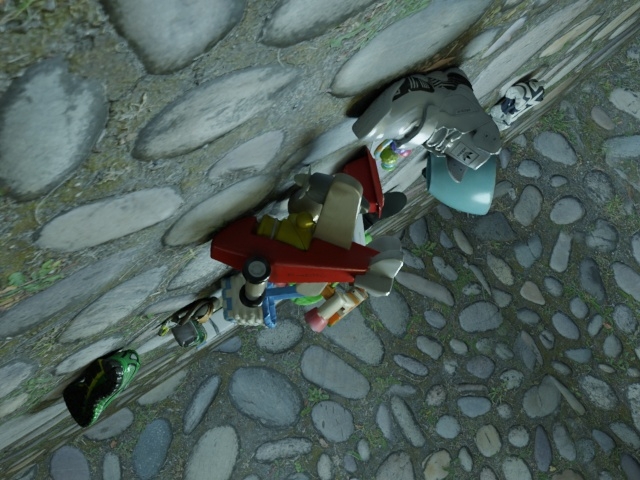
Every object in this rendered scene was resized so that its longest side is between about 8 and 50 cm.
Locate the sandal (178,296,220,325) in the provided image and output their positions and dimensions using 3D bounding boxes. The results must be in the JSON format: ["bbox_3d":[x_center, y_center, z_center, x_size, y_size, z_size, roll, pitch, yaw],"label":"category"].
[{"bbox_3d":[-0.373,0.234,1.861,0.090,0.060,0.219,-49,169,11],"label":"sandal"}]

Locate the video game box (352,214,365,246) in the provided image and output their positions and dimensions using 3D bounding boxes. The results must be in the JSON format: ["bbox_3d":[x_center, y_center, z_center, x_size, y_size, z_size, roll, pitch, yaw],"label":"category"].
[{"bbox_3d":[0.109,0.018,2.136,0.048,0.205,0.187,1,159,-17],"label":"video game box"}]

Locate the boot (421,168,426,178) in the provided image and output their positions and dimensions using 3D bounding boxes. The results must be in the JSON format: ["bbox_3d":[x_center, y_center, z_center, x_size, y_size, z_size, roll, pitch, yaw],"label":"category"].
[{"bbox_3d":[0.452,-0.285,2.313,0.099,0.045,0.121,-39,171,5],"label":"boot"}]

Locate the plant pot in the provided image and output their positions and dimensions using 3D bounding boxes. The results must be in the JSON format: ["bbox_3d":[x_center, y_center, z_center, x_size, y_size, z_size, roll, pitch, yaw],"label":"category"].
[{"bbox_3d":[0.470,-0.235,2.008,0.195,0.290,0.290,1,172,3],"label":"plant pot"}]

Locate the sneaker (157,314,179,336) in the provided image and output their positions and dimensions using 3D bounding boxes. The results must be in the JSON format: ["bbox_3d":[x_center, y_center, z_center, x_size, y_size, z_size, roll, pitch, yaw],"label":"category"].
[{"bbox_3d":[-0.470,0.257,1.794,0.083,0.031,0.035,-43,-158,-2],"label":"sneaker"}]

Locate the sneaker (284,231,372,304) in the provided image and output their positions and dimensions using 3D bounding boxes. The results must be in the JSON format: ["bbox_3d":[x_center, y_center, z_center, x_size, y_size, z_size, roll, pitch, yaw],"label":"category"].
[{"bbox_3d":[0.049,0.132,2.616,0.483,0.185,0.202,-36,168,14],"label":"sneaker"}]

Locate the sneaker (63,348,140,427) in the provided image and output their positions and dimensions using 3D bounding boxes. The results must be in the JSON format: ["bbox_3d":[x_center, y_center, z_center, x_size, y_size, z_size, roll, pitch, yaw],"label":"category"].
[{"bbox_3d":[-0.658,0.453,1.775,0.343,0.134,0.146,-40,171,29],"label":"sneaker"}]

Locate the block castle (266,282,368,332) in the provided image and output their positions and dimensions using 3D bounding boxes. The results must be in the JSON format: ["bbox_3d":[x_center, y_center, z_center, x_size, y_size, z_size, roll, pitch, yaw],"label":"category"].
[{"bbox_3d":[-0.009,0.184,2.271,0.213,0.303,0.453,-43,171,14],"label":"block castle"}]

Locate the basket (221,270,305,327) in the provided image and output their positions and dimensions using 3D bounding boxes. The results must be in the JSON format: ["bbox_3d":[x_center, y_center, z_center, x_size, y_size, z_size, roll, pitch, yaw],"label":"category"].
[{"bbox_3d":[-0.155,0.169,1.802,0.289,0.201,0.255,-3,170,-3],"label":"basket"}]

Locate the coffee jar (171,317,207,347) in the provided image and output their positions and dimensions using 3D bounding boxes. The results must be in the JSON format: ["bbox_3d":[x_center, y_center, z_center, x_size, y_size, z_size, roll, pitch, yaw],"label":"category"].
[{"bbox_3d":[-0.441,0.314,1.981,0.079,0.096,0.184,-31,173,-6],"label":"coffee jar"}]

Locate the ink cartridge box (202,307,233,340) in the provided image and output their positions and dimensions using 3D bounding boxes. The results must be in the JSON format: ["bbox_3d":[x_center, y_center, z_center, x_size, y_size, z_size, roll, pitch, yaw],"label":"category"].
[{"bbox_3d":[-0.420,0.338,2.276,0.190,0.082,0.139,-31,172,-15],"label":"ink cartridge box"}]

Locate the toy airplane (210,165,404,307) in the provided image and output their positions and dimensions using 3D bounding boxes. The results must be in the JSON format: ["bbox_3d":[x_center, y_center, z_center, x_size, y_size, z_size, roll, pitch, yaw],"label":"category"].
[{"bbox_3d":[0.000,0.000,1.313,0.386,0.272,0.384,-24,146,27],"label":"toy airplane"}]

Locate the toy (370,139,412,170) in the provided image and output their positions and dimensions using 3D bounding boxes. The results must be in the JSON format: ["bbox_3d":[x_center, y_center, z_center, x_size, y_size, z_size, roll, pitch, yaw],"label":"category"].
[{"bbox_3d":[0.194,-0.231,1.508,0.137,0.056,0.237,-35,172,-7],"label":"toy"}]

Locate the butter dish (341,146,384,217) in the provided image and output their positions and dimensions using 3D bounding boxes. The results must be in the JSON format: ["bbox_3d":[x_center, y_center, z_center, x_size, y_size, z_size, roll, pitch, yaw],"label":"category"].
[{"bbox_3d":[0.089,-0.131,1.444,0.118,0.160,0.160,-12,173,4],"label":"butter dish"}]

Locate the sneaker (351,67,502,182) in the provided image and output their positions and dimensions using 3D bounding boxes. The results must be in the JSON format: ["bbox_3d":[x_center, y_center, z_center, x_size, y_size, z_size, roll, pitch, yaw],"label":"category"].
[{"bbox_3d":[0.235,-0.220,1.172,0.366,0.210,0.137,-28,169,-42],"label":"sneaker"}]

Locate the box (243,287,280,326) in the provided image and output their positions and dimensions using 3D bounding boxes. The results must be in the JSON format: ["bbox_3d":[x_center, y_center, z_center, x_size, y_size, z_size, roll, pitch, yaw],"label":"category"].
[{"bbox_3d":[-0.268,0.274,2.477,0.130,0.091,0.170,-28,169,-45],"label":"box"}]

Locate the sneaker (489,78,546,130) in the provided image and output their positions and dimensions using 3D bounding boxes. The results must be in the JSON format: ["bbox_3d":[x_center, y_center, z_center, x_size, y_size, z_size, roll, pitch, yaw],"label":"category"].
[{"bbox_3d":[0.677,-0.465,1.965,0.153,0.094,0.235,-24,160,-13],"label":"sneaker"}]

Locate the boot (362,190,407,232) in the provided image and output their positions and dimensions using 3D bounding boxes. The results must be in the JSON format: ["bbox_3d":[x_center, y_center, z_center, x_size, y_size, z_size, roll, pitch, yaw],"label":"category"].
[{"bbox_3d":[0.228,-0.111,2.331,0.263,0.091,0.229,-32,178,10],"label":"boot"}]
